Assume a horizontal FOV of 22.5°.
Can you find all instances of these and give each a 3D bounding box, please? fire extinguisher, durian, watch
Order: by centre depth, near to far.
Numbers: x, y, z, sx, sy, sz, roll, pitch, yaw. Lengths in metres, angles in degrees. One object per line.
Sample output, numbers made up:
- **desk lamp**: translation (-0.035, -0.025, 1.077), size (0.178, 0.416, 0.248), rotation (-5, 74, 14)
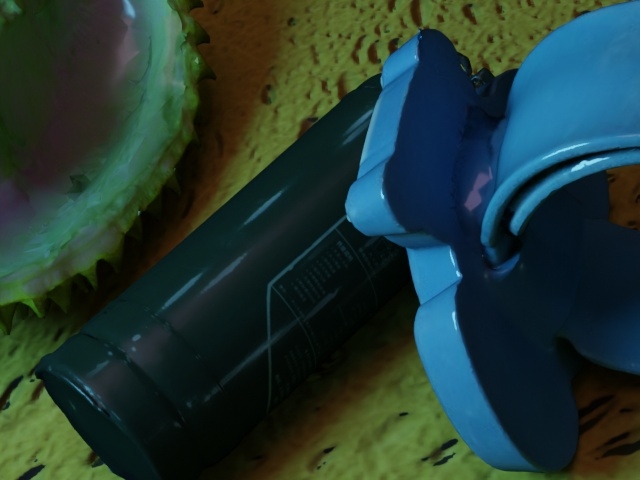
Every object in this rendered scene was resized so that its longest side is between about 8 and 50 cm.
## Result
- **watch**: translation (0.138, -0.018, 0.709), size (0.193, 0.211, 0.211), rotation (-17, 37, 34)
- **fire extinguisher**: translation (0.000, 0.000, 0.828), size (0.095, 0.114, 0.311), rotation (45, 69, 6)
- **durian**: translation (-0.174, -0.071, 0.917), size (0.158, 0.169, 0.352), rotation (3, 45, 27)
